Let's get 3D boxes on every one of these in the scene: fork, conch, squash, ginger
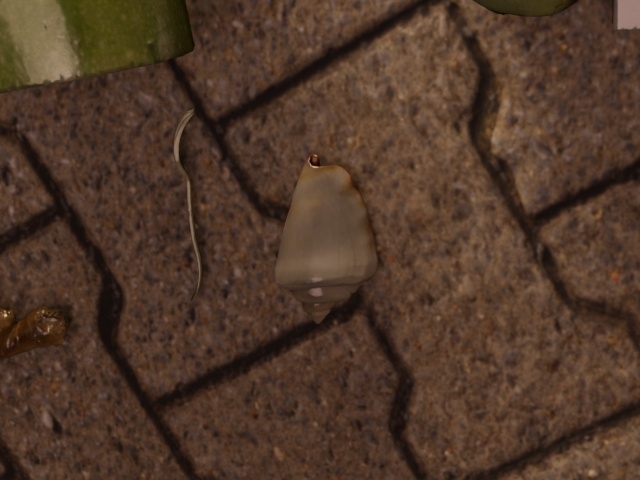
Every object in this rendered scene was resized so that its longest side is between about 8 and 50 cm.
[{"bbox_3d":[-0.148,-0.037,1.424,0.028,0.034,0.219,-5,109,-14],"label":"fork"},{"bbox_3d":[0.005,0.001,1.387,0.104,0.094,0.176,1,80,25],"label":"conch"},{"bbox_3d":[-0.287,-0.348,1.233,0.263,0.263,0.384,-8,105,14],"label":"squash"},{"bbox_3d":[-0.379,0.099,1.497,0.165,0.067,0.096,-19,102,4],"label":"ginger"}]

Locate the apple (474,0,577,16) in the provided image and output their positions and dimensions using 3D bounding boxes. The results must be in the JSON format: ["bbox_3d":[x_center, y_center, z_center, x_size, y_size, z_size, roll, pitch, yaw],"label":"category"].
[{"bbox_3d":[0.186,-0.312,1.185,0.188,0.174,0.207,33,122,7],"label":"apple"}]

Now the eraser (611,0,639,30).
[{"bbox_3d":[0.339,-0.307,1.214,0.125,0.068,0.210,1,107,10],"label":"eraser"}]
